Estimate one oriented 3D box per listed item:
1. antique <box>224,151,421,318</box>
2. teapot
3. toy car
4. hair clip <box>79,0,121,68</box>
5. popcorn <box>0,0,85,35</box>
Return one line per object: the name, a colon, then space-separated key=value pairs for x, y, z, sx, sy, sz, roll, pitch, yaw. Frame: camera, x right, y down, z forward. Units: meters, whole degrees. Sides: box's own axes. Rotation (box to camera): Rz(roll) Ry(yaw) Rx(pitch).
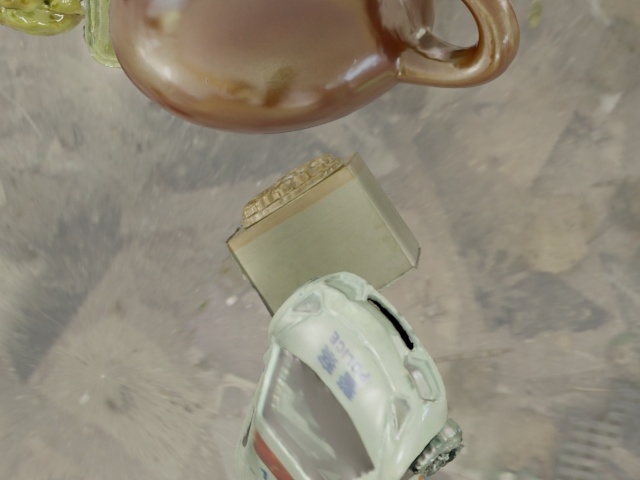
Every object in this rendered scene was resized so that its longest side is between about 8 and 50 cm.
antique: x=0.000 y=0.000 z=1.550 sx=0.152 sy=0.146 sz=0.148 roll=-32 pitch=96 yaw=9
teapot: x=-0.012 y=-0.138 z=0.820 sx=0.252 sy=0.135 sz=0.178 roll=15 pitch=49 yaw=29
toy car: x=0.004 y=0.089 z=0.684 sx=0.056 sy=0.205 sz=0.095 roll=-30 pitch=67 yaw=-24
hair clip: x=-0.198 y=-0.349 z=1.712 sx=0.138 sy=0.091 sz=0.321 roll=2 pitch=115 yaw=-17
popcorn: x=-0.329 y=-0.384 z=1.833 sx=0.274 sy=0.279 sz=0.335 roll=-28 pitch=107 yaw=10
